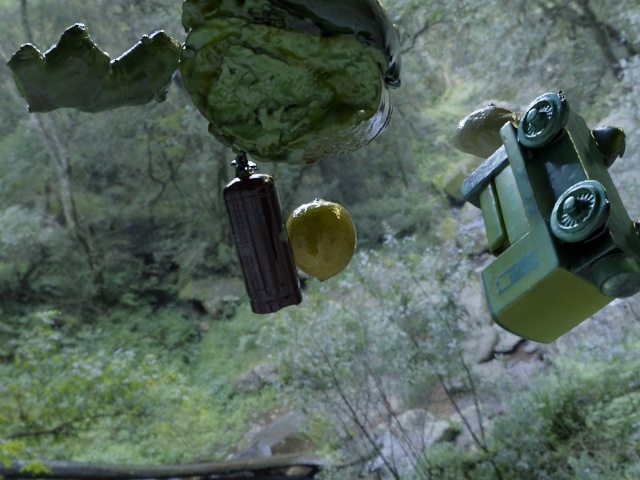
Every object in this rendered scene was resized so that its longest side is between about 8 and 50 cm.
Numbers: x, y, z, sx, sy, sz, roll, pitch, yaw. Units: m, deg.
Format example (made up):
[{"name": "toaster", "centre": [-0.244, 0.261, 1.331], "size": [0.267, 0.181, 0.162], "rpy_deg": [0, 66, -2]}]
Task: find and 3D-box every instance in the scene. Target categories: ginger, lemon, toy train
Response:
[{"name": "ginger", "centre": [-0.353, -0.276, 1.068], "size": [0.290, 0.137, 0.089], "rpy_deg": [-8, 13, -35]}, {"name": "lemon", "centre": [0.000, 0.000, 1.592], "size": [0.178, 0.203, 0.178], "rpy_deg": [-1, -6, 0]}, {"name": "toy train", "centre": [0.351, -0.046, 1.006], "size": [0.253, 0.160, 0.397], "rpy_deg": [-48, 29, 38]}]

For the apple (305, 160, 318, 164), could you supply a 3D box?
[{"name": "apple", "centre": [-0.028, -0.209, 1.437], "size": [0.074, 0.089, 0.089], "rpy_deg": [-25, 18, 33]}]

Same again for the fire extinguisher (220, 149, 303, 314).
[{"name": "fire extinguisher", "centre": [-0.121, -0.025, 1.319], "size": [0.114, 0.337, 0.135], "rpy_deg": [-19, 13, -25]}]

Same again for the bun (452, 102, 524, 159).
[{"name": "bun", "centre": [0.423, -0.253, 1.532], "size": [0.222, 0.128, 0.222], "rpy_deg": [5, 18, -2]}]

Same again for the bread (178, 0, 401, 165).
[{"name": "bread", "centre": [-0.018, -0.209, 0.867], "size": [0.251, 0.208, 0.376], "rpy_deg": [-3, 8, 9]}]
